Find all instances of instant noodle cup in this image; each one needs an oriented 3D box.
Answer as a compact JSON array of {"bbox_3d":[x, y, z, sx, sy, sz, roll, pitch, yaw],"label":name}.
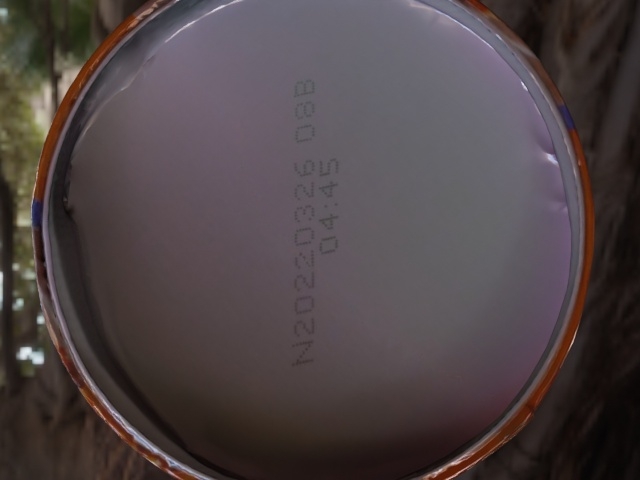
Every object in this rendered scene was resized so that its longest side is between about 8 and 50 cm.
[{"bbox_3d":[0.000,0.000,0.573,0.250,0.250,0.192,4,178,0],"label":"instant noodle cup"}]
